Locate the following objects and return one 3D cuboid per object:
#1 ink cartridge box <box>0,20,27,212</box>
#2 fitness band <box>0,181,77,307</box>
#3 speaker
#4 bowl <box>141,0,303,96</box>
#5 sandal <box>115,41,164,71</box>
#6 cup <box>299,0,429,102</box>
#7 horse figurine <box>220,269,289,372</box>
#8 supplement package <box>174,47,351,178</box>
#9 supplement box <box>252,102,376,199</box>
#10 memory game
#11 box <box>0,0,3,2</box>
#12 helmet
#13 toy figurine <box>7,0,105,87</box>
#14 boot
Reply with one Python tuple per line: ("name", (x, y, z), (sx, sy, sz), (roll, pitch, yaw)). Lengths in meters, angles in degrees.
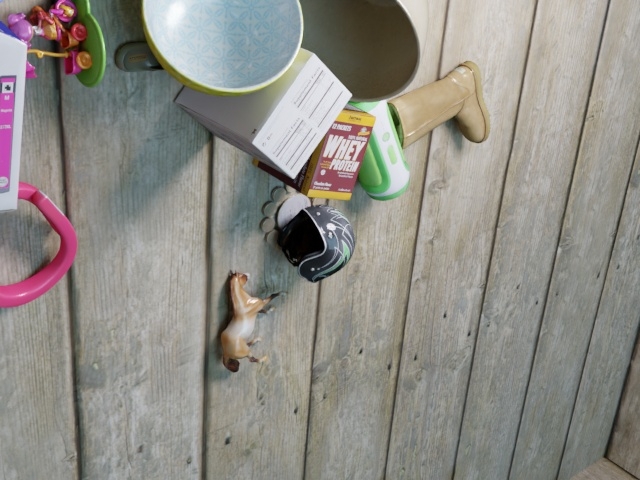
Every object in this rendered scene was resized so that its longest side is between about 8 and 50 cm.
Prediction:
("ink cartridge box", (-0.531, -0.244, 1.539), (0.069, 0.176, 0.371), (-11, 125, -35))
("fitness band", (-0.553, 0.010, 1.743), (0.209, 0.054, 0.291), (-43, 152, -13))
("speaker", (0.118, -0.231, 2.228), (0.131, 0.131, 0.296), (-42, 136, -17))
("bowl", (-0.192, -0.381, 1.754), (0.289, 0.156, 0.289), (4, 78, -21))
("sandal", (-0.296, -0.350, 1.818), (0.180, 0.049, 0.072), (-21, 127, -34))
("cup", (0.083, -0.477, 1.944), (0.237, 0.331, 0.331), (-62, 146, -35))
("horse figurine", (-0.173, 0.201, 2.261), (0.174, 0.066, 0.263), (7, 106, -52))
("supplement package", (-0.113, -0.276, 1.876), (0.204, 0.262, 0.145), (-56, 139, -4))
("supplement box", (-0.015, -0.211, 2.062), (0.129, 0.194, 0.191), (2, 112, -44))
("memory game", (-0.064, -0.065, 2.242), (0.186, 0.012, 0.186), (-23, 128, -33))
("box", (-0.512, -0.446, 1.568), (0.136, 0.028, 0.081), (-45, 137, -11))
("helmet", (0.000, 0.000, 2.212), (0.161, 0.169, 0.169), (-45, 140, 11))
("toy figurine", (-0.463, -0.336, 1.617), (0.159, 0.130, 0.173), (-13, 100, -38))
("boot", (0.287, -0.294, 2.390), (0.269, 0.089, 0.236), (-33, 123, -25))
